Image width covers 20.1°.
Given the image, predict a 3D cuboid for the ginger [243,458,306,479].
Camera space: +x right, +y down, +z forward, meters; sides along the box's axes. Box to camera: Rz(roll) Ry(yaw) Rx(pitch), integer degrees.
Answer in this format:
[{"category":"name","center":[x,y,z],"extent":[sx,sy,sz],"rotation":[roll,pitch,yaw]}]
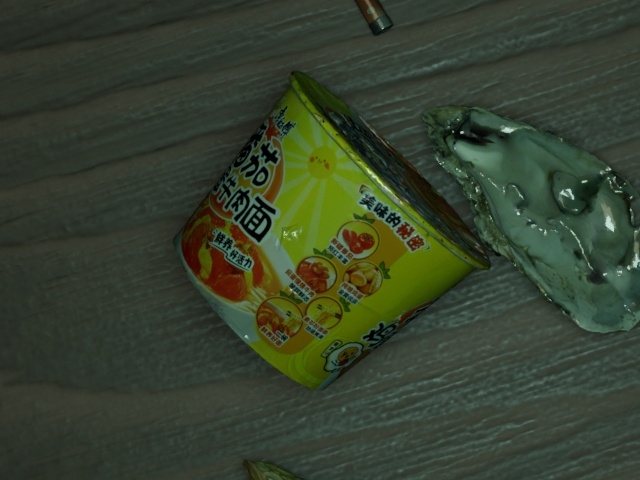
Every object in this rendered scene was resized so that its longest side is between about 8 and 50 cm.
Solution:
[{"category":"ginger","center":[-0.009,0.294,1.744],"extent":[0.193,0.115,0.122],"rotation":[35,107,16]}]

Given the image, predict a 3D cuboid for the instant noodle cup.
[{"category":"instant noodle cup","center":[0.000,0.000,1.683],"extent":[0.200,0.264,0.264],"rotation":[-45,85,9]}]

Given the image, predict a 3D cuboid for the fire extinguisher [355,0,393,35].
[{"category":"fire extinguisher","center":[0.041,-0.243,1.794],"extent":[0.028,0.022,0.083],"rotation":[-33,85,33]}]

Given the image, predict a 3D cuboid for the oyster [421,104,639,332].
[{"category":"oyster","center":[0.210,-0.020,1.740],"extent":[0.252,0.087,0.199],"rotation":[11,79,-2]}]
